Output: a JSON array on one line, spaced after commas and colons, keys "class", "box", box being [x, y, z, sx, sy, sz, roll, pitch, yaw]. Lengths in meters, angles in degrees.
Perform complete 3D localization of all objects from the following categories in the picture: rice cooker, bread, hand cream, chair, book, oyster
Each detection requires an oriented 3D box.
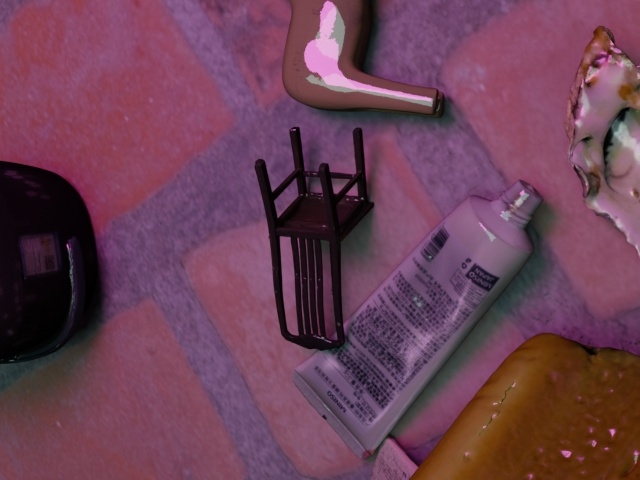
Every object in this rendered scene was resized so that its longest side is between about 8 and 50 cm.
[{"class": "rice cooker", "box": [-0.406, 0.030, 0.906, 0.267, 0.224, 0.267, 2, 97, 19]}, {"class": "bread", "box": [0.182, 0.260, 0.632, 0.251, 0.208, 0.376, 28, 67, 41]}, {"class": "hand cream", "box": [0.100, 0.074, 0.792, 0.124, 0.078, 0.340, 46, 118, 16]}, {"class": "chair", "box": [0.000, 0.000, 0.811, 0.084, 0.101, 0.212, 6, 122, 23]}, {"class": "book", "box": [0.070, 0.305, 0.799, 0.014, 0.127, 0.181, 8, 100, -20]}, {"class": "oyster", "box": [0.282, -0.072, 0.696, 0.209, 0.072, 0.133, 38, 113, -1]}]

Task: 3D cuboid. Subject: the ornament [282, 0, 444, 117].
[{"class": "ornament", "box": [0.014, -0.246, 0.789, 0.245, 0.061, 0.230, 10, 97, 18]}]
